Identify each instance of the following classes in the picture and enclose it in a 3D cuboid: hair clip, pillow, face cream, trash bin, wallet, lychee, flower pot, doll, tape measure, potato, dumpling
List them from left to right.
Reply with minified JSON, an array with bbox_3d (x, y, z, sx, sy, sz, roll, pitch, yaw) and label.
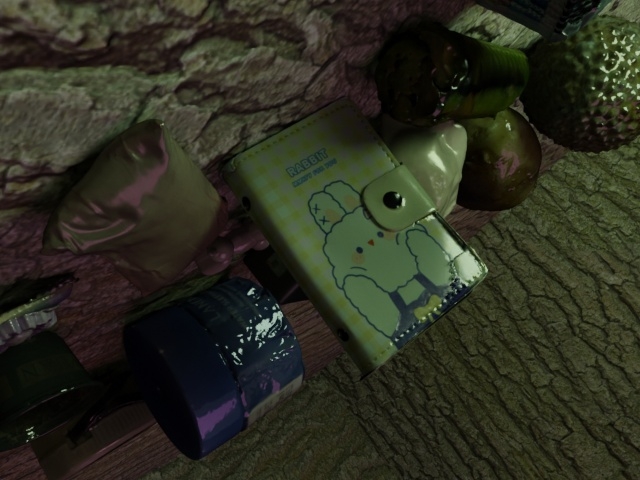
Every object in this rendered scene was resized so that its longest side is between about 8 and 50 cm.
[{"bbox_3d":[-0.390,0.114,0.576,0.292,0.085,0.106,-29,180,-40],"label":"hair clip"},{"bbox_3d":[-0.387,0.193,0.724,0.157,0.107,0.157,-32,166,-9],"label":"flower pot"},{"bbox_3d":[-0.393,0.327,1.048,0.231,0.133,0.271,-40,167,38],"label":"tape measure"},{"bbox_3d":[-0.194,-0.020,0.615,0.173,0.067,0.270,-42,164,-5],"label":"pillow"},{"bbox_3d":[-0.182,0.210,0.945,0.225,0.249,0.249,-27,161,-37],"label":"face cream"},{"bbox_3d":[-0.099,-0.010,0.784,0.161,0.059,0.160,-27,-177,-28],"label":"doll"},{"bbox_3d":[0.000,0.000,0.993,0.225,0.115,0.165,-43,163,14],"label":"trash bin"},{"bbox_3d":[0.043,-0.015,0.689,0.223,0.310,0.077,-31,166,-25],"label":"wallet"},{"bbox_3d":[0.153,-0.094,0.869,0.162,0.250,0.132,-1,-162,-7],"label":"dumpling"},{"bbox_3d":[0.346,-0.164,1.123,0.173,0.210,0.307,-57,159,-9],"label":"potato"},{"bbox_3d":[0.490,-0.277,0.997,0.274,0.255,0.255,-45,173,-42],"label":"lychee"}]

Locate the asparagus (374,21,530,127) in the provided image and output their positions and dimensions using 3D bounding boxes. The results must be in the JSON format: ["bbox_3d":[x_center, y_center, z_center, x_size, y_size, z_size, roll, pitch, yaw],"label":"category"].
[{"bbox_3d":[0.219,-0.237,0.799,0.108,0.129,0.381,-7,-173,39],"label":"asparagus"}]

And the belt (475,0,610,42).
[{"bbox_3d":[0.285,-0.344,0.590,0.207,0.150,0.257,-46,165,-6],"label":"belt"}]
